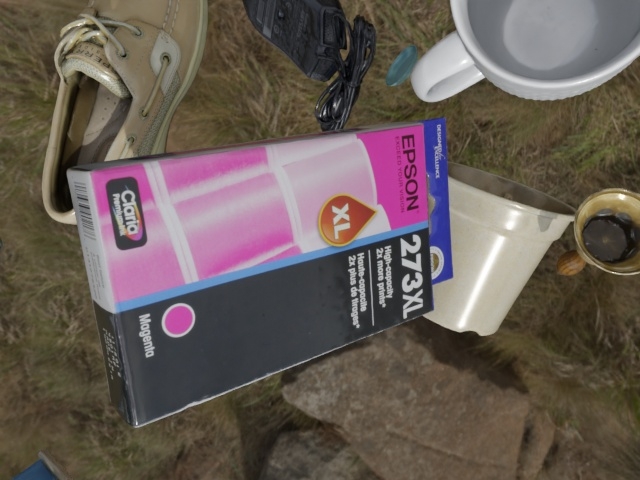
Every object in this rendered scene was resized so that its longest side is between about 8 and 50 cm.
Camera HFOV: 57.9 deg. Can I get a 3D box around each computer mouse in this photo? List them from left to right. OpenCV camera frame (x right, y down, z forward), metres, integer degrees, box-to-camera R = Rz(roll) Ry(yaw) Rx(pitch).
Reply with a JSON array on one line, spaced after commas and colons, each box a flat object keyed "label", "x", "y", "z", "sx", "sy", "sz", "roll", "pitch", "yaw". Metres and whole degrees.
[{"label": "computer mouse", "x": -0.014, "y": -0.296, "z": 0.802, "sx": 0.272, "sy": 0.072, "sz": 0.188, "roll": 52, "pitch": 148, "yaw": 19}]

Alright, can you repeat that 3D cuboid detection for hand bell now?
[{"label": "hand bell", "x": 0.425, "y": 0.017, "z": 0.920, "sx": 0.126, "sy": 0.126, "sz": 0.242, "roll": 22, "pitch": 168, "yaw": 9}]

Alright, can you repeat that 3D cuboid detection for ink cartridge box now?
[{"label": "ink cartridge box", "x": 0.000, "y": 0.000, "z": 0.485, "sx": 0.069, "sy": 0.370, "sz": 0.176, "roll": 12, "pitch": 112, "yaw": 51}]

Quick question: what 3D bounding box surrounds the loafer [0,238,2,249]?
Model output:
[{"label": "loafer", "x": -0.489, "y": 0.001, "z": 0.723, "sx": 0.096, "sy": 0.084, "sz": 0.267, "roll": 9, "pitch": 163, "yaw": -4}]

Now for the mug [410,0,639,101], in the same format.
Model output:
[{"label": "mug", "x": 0.308, "y": -0.327, "z": 0.880, "sx": 0.374, "sy": 0.328, "sz": 0.276, "roll": -29, "pitch": 88, "yaw": 20}]

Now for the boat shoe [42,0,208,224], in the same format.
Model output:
[{"label": "boat shoe", "x": -0.186, "y": -0.159, "z": 0.535, "sx": 0.109, "sy": 0.098, "sz": 0.303, "roll": 17, "pitch": 94, "yaw": 12}]

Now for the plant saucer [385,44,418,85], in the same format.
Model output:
[{"label": "plant saucer", "x": 0.213, "y": -0.443, "z": 1.483, "sx": 0.021, "sy": 0.119, "sz": 0.119, "roll": 29, "pitch": 128, "yaw": -23}]

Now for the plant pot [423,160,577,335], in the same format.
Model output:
[{"label": "plant pot", "x": 0.332, "y": 0.021, "z": 1.254, "sx": 0.333, "sy": 0.334, "sz": 0.306, "roll": 21, "pitch": 108, "yaw": 10}]

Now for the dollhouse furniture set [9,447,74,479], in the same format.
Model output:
[{"label": "dollhouse furniture set", "x": -0.282, "y": 0.299, "z": 0.529, "sx": 0.286, "sy": 0.198, "sz": 0.303, "roll": 42, "pitch": 139, "yaw": 16}]
